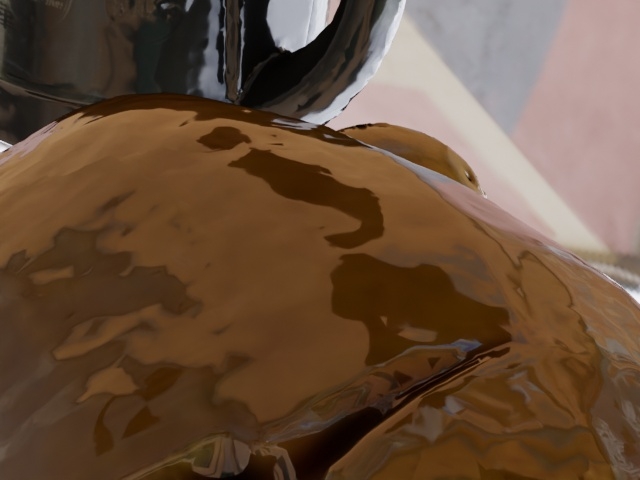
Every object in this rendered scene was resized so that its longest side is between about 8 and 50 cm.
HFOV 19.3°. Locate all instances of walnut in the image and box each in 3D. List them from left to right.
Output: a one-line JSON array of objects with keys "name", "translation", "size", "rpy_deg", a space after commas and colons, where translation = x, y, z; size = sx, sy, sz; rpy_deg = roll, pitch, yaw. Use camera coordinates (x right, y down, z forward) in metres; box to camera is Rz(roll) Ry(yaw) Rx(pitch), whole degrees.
[{"name": "walnut", "translation": [-0.018, 0.068, 0.470], "size": [0.209, 0.209, 0.336], "rpy_deg": [-47, -144, -1]}]

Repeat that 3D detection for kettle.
[{"name": "kettle", "translation": [-0.066, -0.214, 1.031], "size": [0.228, 0.324, 0.321], "rpy_deg": [-18, -145, -40]}]

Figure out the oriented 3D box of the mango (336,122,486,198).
[{"name": "mango", "translation": [0.000, 0.000, 1.282], "size": [0.151, 0.249, 0.156], "rpy_deg": [169, -83, -79]}]
